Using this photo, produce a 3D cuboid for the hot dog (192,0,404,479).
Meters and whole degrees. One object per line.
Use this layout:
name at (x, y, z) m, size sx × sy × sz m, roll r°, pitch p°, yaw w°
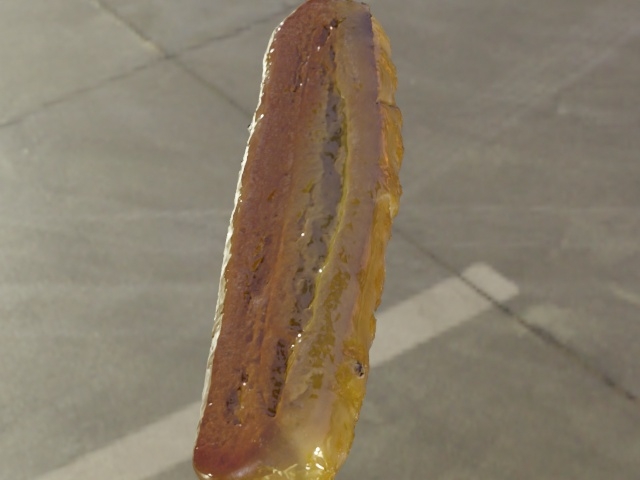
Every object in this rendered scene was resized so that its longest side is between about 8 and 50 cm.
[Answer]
hot dog at (0.000, 0.000, 0.511) m, size 0.066 × 0.047 × 0.215 m, roll -17°, pitch 50°, yaw 29°
